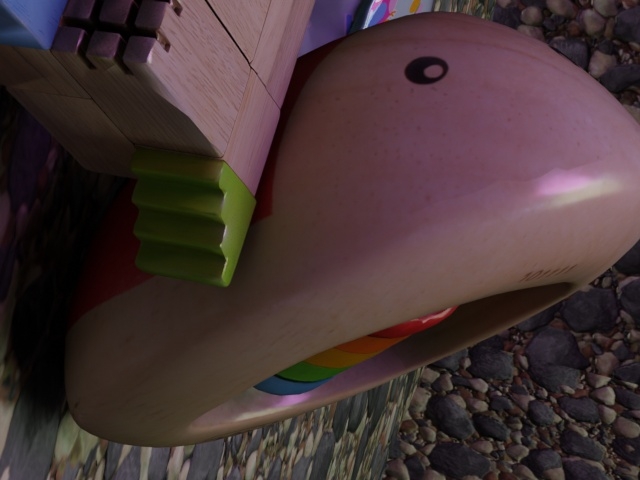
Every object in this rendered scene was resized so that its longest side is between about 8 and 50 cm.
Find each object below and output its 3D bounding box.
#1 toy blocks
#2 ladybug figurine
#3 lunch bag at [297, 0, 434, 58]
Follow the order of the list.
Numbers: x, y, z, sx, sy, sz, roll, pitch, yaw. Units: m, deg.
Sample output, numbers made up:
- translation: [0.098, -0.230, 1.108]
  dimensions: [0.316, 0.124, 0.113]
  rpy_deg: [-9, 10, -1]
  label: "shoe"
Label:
- translation: [-0.073, -0.206, 0.796]
  dimensions: [0.261, 0.191, 0.381]
  rpy_deg: [52, 52, -63]
  label: "toy blocks"
- translation: [0.000, 0.000, 1.022]
  dimensions: [0.305, 0.449, 0.162]
  rpy_deg: [-10, 76, -40]
  label: "ladybug figurine"
- translation: [0.007, -0.203, 1.188]
  dimensions: [0.223, 0.160, 0.262]
  rpy_deg: [40, 70, -78]
  label: "lunch bag"
